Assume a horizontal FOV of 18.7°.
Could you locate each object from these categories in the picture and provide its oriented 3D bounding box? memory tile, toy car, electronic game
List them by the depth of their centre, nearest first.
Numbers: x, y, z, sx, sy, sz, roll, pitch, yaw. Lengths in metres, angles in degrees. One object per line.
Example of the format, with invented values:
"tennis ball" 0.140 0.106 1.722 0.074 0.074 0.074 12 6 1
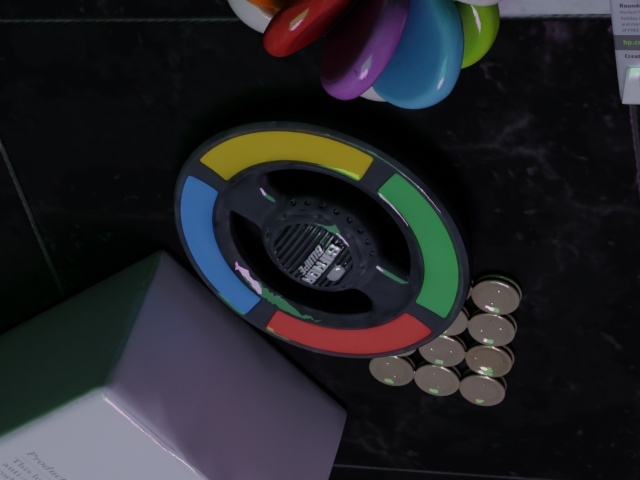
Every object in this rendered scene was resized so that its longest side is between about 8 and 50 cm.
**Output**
"toy car" 0.024 -0.149 1.201 0.182 0.136 0.159 32 136 -14
"electronic game" 0.000 0.000 1.421 0.229 0.048 0.229 13 135 13
"memory tile" 0.095 0.069 1.497 0.113 0.012 0.148 11 137 8

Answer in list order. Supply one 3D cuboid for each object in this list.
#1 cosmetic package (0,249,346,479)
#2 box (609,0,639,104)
"cosmetic package" -0.225 0.204 1.642 0.453 0.161 0.230 -25 122 38
"box" 0.248 -0.162 1.180 0.145 0.038 0.186 2 136 18
